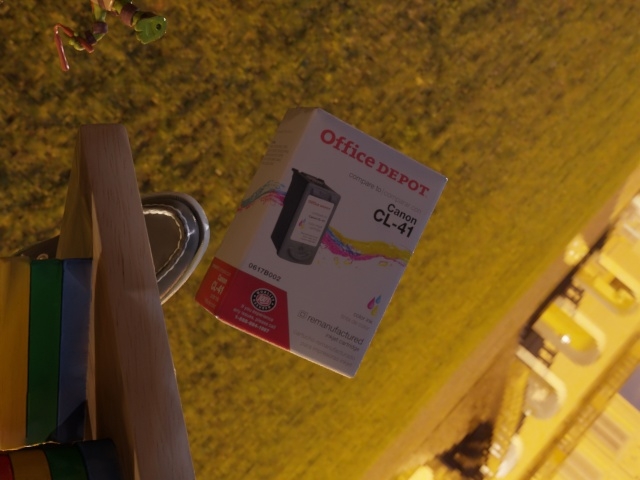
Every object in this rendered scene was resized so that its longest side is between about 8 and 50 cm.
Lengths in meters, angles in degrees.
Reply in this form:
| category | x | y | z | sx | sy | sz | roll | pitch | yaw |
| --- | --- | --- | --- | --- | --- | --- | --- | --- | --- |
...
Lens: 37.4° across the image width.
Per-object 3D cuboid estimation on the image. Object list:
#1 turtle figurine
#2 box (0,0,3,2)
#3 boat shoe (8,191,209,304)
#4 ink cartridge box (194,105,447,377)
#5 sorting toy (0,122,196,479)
| category | x | y | z | sx | sy | sz | roll | pitch | yaw |
| --- | --- | --- | --- | --- | --- | --- | --- | --- | --- |
| turtle figurine | -0.329 | -0.380 | 1.497 | 0.087 | 0.217 | 0.270 | -1 | 112 | -49 |
| box | -0.449 | -0.422 | 1.171 | 0.045 | 0.191 | 0.184 | -12 | 154 | 42 |
| boat shoe | -0.243 | 0.050 | 0.884 | 0.305 | 0.109 | 0.091 | -28 | 178 | 13 |
| ink cartridge box | 0.000 | 0.000 | 1.288 | 0.306 | 0.226 | 0.131 | -64 | -160 | -1 |
| sorting toy | -0.147 | 0.116 | 0.499 | 0.089 | 0.257 | 0.255 | -2 | 146 | -24 |
